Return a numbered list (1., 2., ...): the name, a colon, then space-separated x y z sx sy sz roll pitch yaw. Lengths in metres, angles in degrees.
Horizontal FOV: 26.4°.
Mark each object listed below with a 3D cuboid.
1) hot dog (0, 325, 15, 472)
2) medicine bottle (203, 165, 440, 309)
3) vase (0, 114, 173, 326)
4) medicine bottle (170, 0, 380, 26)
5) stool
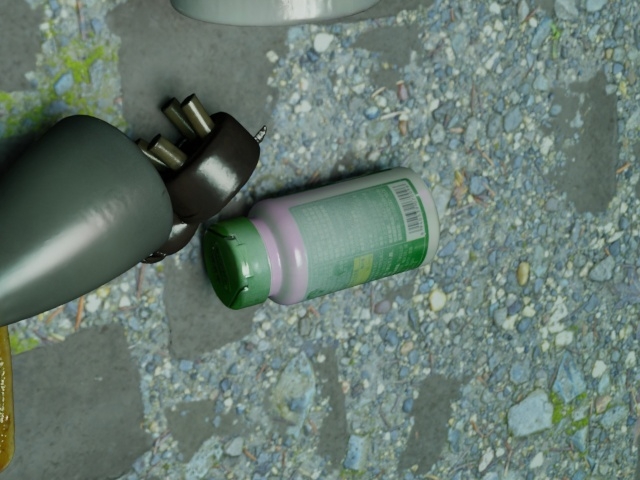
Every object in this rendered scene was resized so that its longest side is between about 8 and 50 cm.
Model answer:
1. hot dog: -0.378 0.126 1.510 0.087 0.061 0.286 -8 109 -46
2. medicine bottle: 0.000 0.000 1.654 0.274 0.133 0.133 -14 116 -27
3. vase: -0.312 0.023 1.388 0.321 0.173 0.173 -44 128 -34
4. medicine bottle: -0.051 -0.360 1.417 0.238 0.238 0.232 -14 117 -27
5. stool: -0.159 -0.072 1.542 0.121 0.125 0.217 40 103 -22
